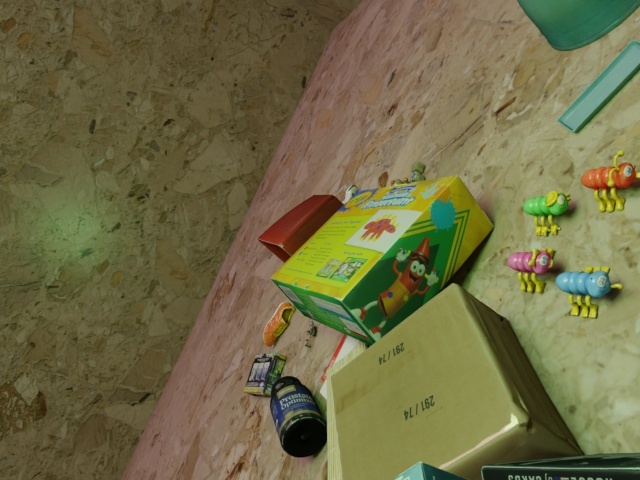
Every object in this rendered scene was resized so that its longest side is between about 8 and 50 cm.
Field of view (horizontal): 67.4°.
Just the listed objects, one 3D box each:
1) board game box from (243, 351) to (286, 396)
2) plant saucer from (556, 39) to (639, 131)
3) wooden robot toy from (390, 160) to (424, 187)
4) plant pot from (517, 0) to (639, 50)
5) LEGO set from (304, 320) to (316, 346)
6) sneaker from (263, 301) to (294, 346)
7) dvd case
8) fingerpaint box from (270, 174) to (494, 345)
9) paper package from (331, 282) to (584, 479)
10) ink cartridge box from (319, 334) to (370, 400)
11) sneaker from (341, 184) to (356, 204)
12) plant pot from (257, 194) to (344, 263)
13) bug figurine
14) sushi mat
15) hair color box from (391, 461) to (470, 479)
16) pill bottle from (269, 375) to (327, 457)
[{"bbox_3d":[-0.192,0.462,1.651,0.170,0.048,0.141,-25,44,57],"label":"board game box"},{"bbox_3d":[0.552,-0.295,0.932,0.192,0.018,0.067,-51,24,24],"label":"plant saucer"},{"bbox_3d":[0.242,-0.159,1.379,0.173,0.079,0.076,-65,21,-7],"label":"wooden robot toy"},{"bbox_3d":[0.529,-0.602,1.028,0.272,0.255,0.272,-47,26,32],"label":"plant pot"},{"bbox_3d":[-0.027,0.299,1.522,0.054,0.023,0.083,-142,67,-71],"label":"LEGO set"},{"bbox_3d":[-0.154,0.306,1.738,0.067,0.064,0.175,27,91,59],"label":"sneaker"},{"bbox_3d":[0.320,0.243,0.507,0.179,0.238,0.030,-34,52,50],"label":"dvd case"},{"bbox_3d":[0.122,0.039,1.158,0.371,0.163,0.444,-45,17,-17],"label":"fingerpaint box"},{"bbox_3d":[0.194,0.283,0.791,0.325,0.168,0.310,-45,26,22],"label":"paper package"},{"bbox_3d":[0.091,0.268,1.225,0.296,0.066,0.261,-63,22,-3],"label":"ink cartridge box"},{"bbox_3d":[0.109,-0.149,1.736,0.043,0.040,0.109,19,85,52],"label":"sneaker"},{"bbox_3d":[0.000,0.000,1.528,0.236,0.267,0.267,-51,20,-10],"label":"plant pot"},{"bbox_3d":[0.421,-0.014,0.812,0.216,0.072,0.279,-11,54,63],"label":"bug figurine"},{"bbox_3d":[0.060,0.367,1.037,0.151,0.019,0.317,-50,21,28],"label":"sushi mat"},{"bbox_3d":[0.186,0.363,0.507,0.174,0.347,0.105,-49,25,29],"label":"hair color box"},{"bbox_3d":[-0.067,0.457,1.273,0.123,0.122,0.219,-60,22,5],"label":"pill bottle"}]
